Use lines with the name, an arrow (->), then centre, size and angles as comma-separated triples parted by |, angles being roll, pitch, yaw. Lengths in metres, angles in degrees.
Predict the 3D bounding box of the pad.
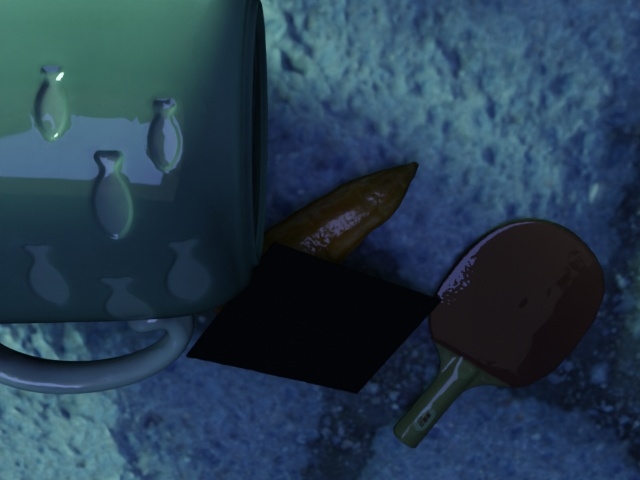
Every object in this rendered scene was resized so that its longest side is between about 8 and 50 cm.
pad -> 0.000, 0.072, 0.628 | 0.190, 0.004, 0.127 | 21, 119, -37

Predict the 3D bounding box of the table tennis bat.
table tennis bat -> 0.149, 0.090, 0.684 | 0.138, 0.022, 0.246 | 35, 104, -10

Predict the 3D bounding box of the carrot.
carrot -> 0.000, 0.000, 0.632 | 0.205, 0.072, 0.072 | -36, 105, 6

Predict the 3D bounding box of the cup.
cup -> -0.175, -0.029, 0.527 | 0.275, 0.259, 0.356 | 0, 122, 0
